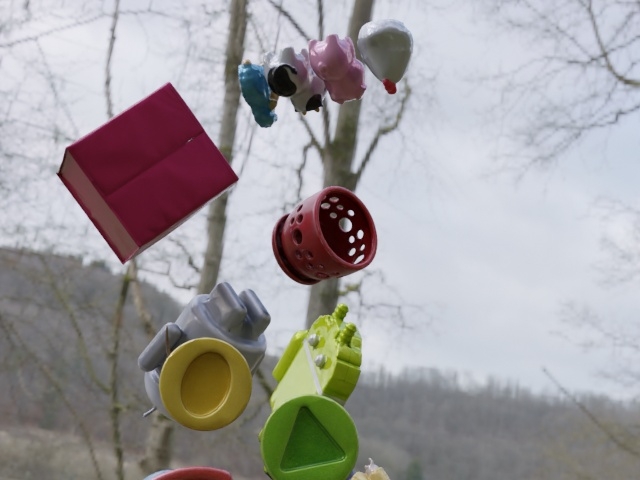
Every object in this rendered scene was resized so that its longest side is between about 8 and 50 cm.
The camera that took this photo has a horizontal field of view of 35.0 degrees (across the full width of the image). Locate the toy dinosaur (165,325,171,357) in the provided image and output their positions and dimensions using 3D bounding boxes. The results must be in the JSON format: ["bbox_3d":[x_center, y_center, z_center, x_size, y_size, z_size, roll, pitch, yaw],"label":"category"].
[{"bbox_3d":[-0.249,0.277,1.966,0.211,0.112,0.064,37,-42,-10],"label":"toy dinosaur"}]

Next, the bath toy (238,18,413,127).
[{"bbox_3d":[0.019,-0.299,1.849,0.348,0.129,0.151,-11,-3,34],"label":"bath toy"}]

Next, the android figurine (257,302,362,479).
[{"bbox_3d":[-0.016,0.224,1.534,0.056,0.273,0.248,22,20,-18],"label":"android figurine"}]

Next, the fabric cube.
[{"bbox_3d":[-0.371,-0.137,2.140,0.259,0.258,0.254,55,-20,-5],"label":"fabric cube"}]

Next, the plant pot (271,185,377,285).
[{"bbox_3d":[0.000,0.000,2.195,0.191,0.191,0.174,26,-38,-37],"label":"plant pot"}]

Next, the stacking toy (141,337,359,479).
[{"bbox_3d":[-0.111,0.311,1.358,0.279,0.309,0.130,19,-15,-6],"label":"stacking toy"}]

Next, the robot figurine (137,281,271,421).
[{"bbox_3d":[-0.254,0.262,2.237,0.300,0.353,0.200,23,20,-39],"label":"robot figurine"}]

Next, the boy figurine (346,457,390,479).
[{"bbox_3d":[0.070,0.504,1.913,0.285,0.177,0.092,34,-19,27],"label":"boy figurine"}]
